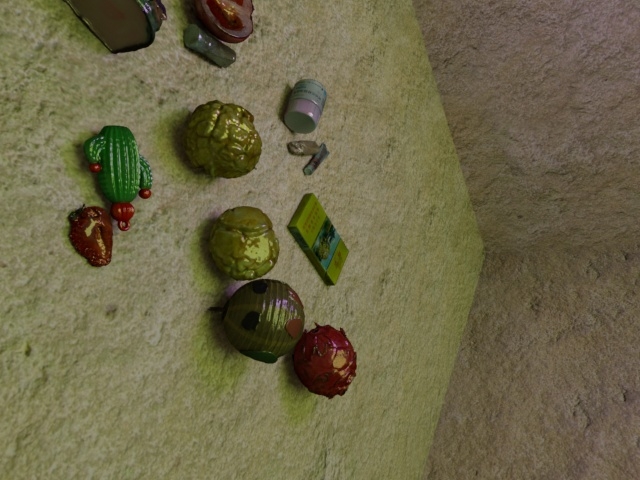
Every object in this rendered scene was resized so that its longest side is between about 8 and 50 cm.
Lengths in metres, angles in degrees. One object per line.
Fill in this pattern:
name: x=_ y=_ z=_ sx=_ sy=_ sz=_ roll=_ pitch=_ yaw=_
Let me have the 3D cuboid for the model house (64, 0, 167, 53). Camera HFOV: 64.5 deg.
model house: x=-0.459 y=-0.622 z=1.215 sx=0.237 sy=0.203 sz=0.237 roll=51 pitch=47 yaw=-40

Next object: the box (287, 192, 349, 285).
box: x=0.000 y=0.000 z=1.962 sx=0.335 sy=0.047 sz=0.187 roll=58 pitch=41 yaw=-35

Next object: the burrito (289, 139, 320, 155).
burrito: x=-0.055 y=-0.352 z=1.932 sx=0.188 sy=0.045 sz=0.057 roll=-16 pitch=106 yaw=-58

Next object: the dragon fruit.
dragon fruit: x=0.018 y=0.423 z=1.767 sx=0.252 sy=0.241 sz=0.241 roll=53 pitch=43 yaw=-23

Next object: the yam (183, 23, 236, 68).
yam: x=-0.331 y=-0.580 z=1.531 sx=0.169 sy=0.069 sz=0.068 roll=16 pitch=72 yaw=-55

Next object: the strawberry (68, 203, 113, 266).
strawberry: x=-0.520 y=-0.012 z=1.173 sx=0.104 sy=0.048 sz=0.152 roll=-37 pitch=113 yaw=-49

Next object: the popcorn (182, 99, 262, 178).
popcorn: x=-0.271 y=-0.294 z=1.466 sx=0.237 sy=0.206 sz=0.251 roll=49 pitch=34 yaw=-22

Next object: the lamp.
lamp: x=-0.189 y=0.222 z=1.491 sx=0.285 sy=0.250 sz=0.250 roll=16 pitch=67 yaw=-15

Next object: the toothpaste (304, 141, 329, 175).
toothpaste: x=-0.011 y=-0.320 z=2.006 sx=0.056 sy=0.036 sz=0.205 roll=63 pitch=35 yaw=-26

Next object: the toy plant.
toy plant: x=-0.474 y=-0.158 z=1.226 sx=0.154 sy=0.088 sz=0.240 roll=-46 pitch=124 yaw=-50

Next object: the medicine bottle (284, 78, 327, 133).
medicine bottle: x=-0.055 y=-0.495 z=1.875 sx=0.135 sy=0.135 sz=0.168 roll=44 pitch=51 yaw=-44

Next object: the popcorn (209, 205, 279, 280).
popcorn: x=-0.226 y=0.009 z=1.492 sx=0.205 sy=0.184 sz=0.220 roll=-4 pitch=81 yaw=-19

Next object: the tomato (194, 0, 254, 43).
tomato: x=-0.309 y=-0.694 z=1.537 sx=0.199 sy=0.112 sz=0.227 roll=22 pitch=58 yaw=-37
